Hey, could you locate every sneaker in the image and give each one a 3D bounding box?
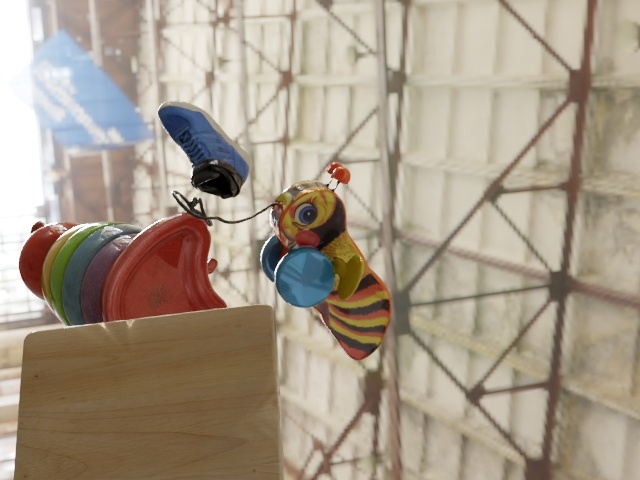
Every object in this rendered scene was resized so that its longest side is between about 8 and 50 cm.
[{"bbox_3d":[-0.160,-0.116,1.577,0.058,0.152,0.085,-32,-152,34],"label":"sneaker"}]

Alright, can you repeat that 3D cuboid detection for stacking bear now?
[{"bbox_3d":[-0.275,0.045,1.488,0.289,0.164,0.176,14,-58,47],"label":"stacking bear"}]

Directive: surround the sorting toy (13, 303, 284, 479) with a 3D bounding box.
[{"bbox_3d":[-0.161,0.208,1.167,0.089,0.257,0.256,76,8,-58],"label":"sorting toy"}]

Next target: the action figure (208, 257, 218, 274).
[{"bbox_3d":[-0.290,0.131,1.939,0.091,0.139,0.280,41,-59,6],"label":"action figure"}]

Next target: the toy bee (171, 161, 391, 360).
[{"bbox_3d":[0.000,0.000,1.381,0.298,0.162,0.195,42,3,-44],"label":"toy bee"}]
